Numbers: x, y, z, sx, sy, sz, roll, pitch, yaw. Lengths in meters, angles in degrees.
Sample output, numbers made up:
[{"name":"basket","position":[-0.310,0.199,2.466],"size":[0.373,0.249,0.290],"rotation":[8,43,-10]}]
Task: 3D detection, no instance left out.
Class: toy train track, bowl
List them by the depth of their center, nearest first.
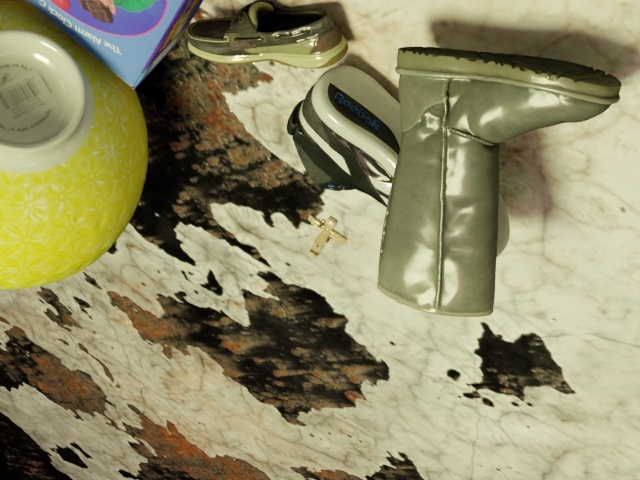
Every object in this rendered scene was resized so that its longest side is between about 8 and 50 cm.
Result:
[{"name":"bowl","position":[-0.287,-0.111,0.971],"size":[0.289,0.289,0.156],"rotation":[40,154,-8]},{"name":"toy train track","position":[0.000,0.000,1.122],"size":[0.048,0.014,0.083],"rotation":[34,150,3]}]

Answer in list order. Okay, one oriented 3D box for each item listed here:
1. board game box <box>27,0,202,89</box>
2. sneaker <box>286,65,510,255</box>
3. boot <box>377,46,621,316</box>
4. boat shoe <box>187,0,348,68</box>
[{"name":"board game box","position":[-0.238,-0.312,0.865],"size":[0.347,0.078,0.233],"rotation":[40,148,-8]},{"name":"sneaker","position":[0.065,-0.057,0.935],"size":[0.217,0.079,0.121],"rotation":[44,155,-5]},{"name":"boot","position":[0.128,-0.037,0.801],"size":[0.190,0.076,0.208],"rotation":[14,109,35]},{"name":"boat shoe","position":[-0.049,-0.181,0.891],"size":[0.152,0.056,0.049],"rotation":[7,135,24]}]
